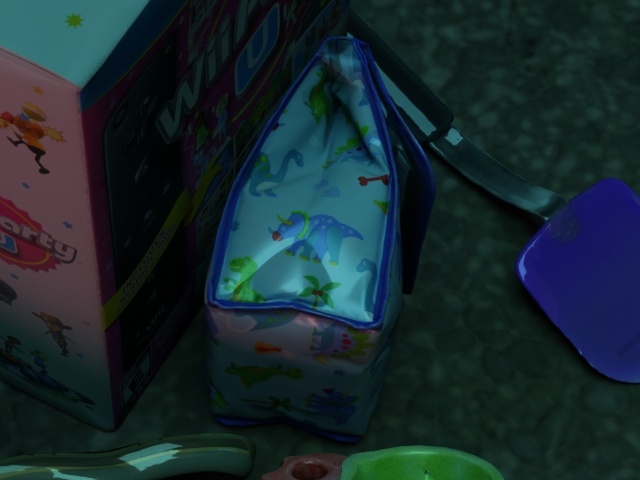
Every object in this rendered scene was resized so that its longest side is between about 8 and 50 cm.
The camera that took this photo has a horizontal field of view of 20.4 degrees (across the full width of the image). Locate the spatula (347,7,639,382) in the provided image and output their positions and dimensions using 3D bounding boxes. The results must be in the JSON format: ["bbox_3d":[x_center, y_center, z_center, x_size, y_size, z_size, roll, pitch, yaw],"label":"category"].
[{"bbox_3d":[0.078,-0.044,0.914,0.084,0.030,0.296,-41,70,-19],"label":"spatula"}]

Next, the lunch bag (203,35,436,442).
[{"bbox_3d":[0.000,0.000,0.830,0.096,0.129,0.151,8,59,0],"label":"lunch bag"}]

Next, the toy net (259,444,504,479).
[{"bbox_3d":[-0.043,0.111,0.742,0.232,0.045,0.122,-3,23,-4],"label":"toy net"}]

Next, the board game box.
[{"bbox_3d":[-0.076,-0.079,0.771,0.098,0.303,0.224,27,63,12],"label":"board game box"}]

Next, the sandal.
[{"bbox_3d":[-0.116,0.119,0.801,0.180,0.072,0.049,-6,83,-10],"label":"sandal"}]
